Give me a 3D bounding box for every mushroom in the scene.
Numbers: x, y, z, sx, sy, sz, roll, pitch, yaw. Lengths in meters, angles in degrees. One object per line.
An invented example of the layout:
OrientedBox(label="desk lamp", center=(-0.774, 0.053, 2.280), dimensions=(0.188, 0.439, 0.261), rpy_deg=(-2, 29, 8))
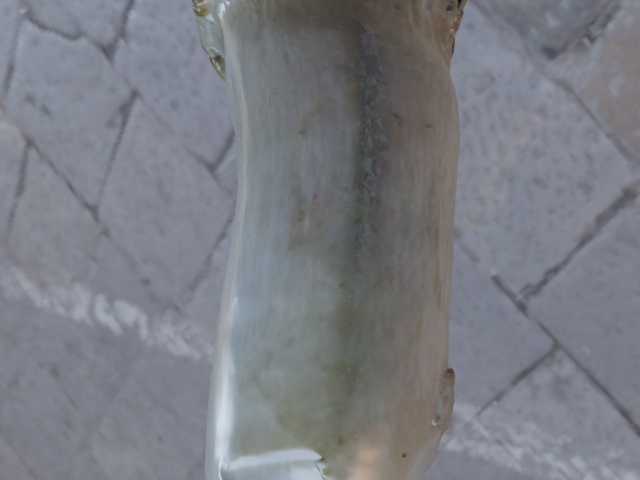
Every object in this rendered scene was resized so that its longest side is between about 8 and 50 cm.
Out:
OrientedBox(label="mushroom", center=(0.000, 0.000, 0.351), dimensions=(0.071, 0.084, 0.209), rpy_deg=(113, 161, -65))
